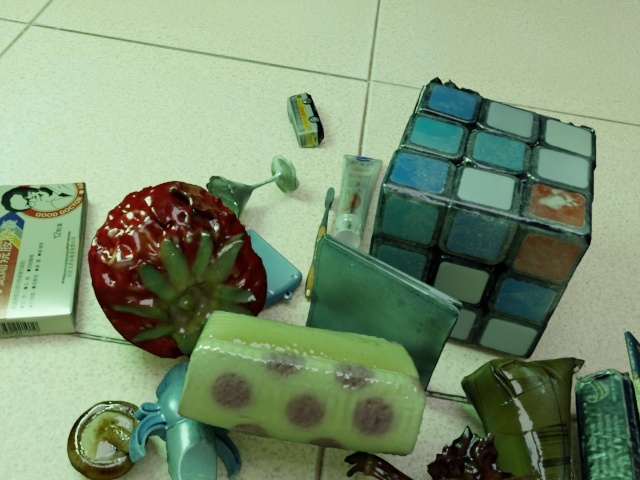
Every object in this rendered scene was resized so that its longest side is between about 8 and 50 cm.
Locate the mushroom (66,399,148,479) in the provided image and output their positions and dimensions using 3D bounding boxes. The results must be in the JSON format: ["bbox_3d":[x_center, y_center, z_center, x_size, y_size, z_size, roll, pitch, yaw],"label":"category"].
[{"bbox_3d":[-0.326,0.303,0.982,0.127,0.087,0.127,8,46,-8],"label":"mushroom"}]

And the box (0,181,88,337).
[{"bbox_3d":[-0.571,0.027,1.227,0.214,0.069,0.353,-3,45,-11],"label":"box"}]

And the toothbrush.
[{"bbox_3d":[0.000,-0.002,1.364,0.023,0.031,0.321,10,46,2],"label":"toothbrush"}]

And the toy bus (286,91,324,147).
[{"bbox_3d":[-0.042,-0.309,1.635,0.072,0.057,0.172,-11,49,-7],"label":"toy bus"}]

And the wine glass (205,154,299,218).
[{"bbox_3d":[-0.144,-0.114,1.398,0.183,0.122,0.122,-25,55,-35],"label":"wine glass"}]

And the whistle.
[{"bbox_3d":[-0.206,0.293,0.990,0.180,0.093,0.269,26,27,-31],"label":"whistle"}]

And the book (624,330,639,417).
[{"bbox_3d":[0.565,0.335,1.036,0.018,0.228,0.322,-23,35,33],"label":"book"}]

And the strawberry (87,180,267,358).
[{"bbox_3d":[-0.275,0.035,1.138,0.317,0.295,0.345,23,5,-38],"label":"strawberry"}]

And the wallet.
[{"bbox_3d":[0.090,0.137,1.070,0.251,0.290,0.054,25,54,16],"label":"wallet"}]

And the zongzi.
[{"bbox_3d":[0.396,0.323,1.082,0.289,0.123,0.260,7,56,-34],"label":"zongzi"}]

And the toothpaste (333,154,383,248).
[{"bbox_3d":[0.080,-0.103,1.455,0.100,0.066,0.323,8,41,6],"label":"toothpaste"}]

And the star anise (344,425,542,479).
[{"bbox_3d":[0.182,0.383,0.935,0.346,0.237,0.148,18,14,37],"label":"star anise"}]

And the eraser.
[{"bbox_3d":[0.472,0.370,0.992,0.101,0.155,0.332,-22,34,32],"label":"eraser"}]

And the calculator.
[{"bbox_3d":[-0.131,0.054,1.284,0.210,0.039,0.121,39,53,25],"label":"calculator"}]

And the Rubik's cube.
[{"bbox_3d":[0.288,-0.037,1.222,0.362,0.363,0.359,16,44,5],"label":"Rubik's cube"}]

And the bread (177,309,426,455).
[{"bbox_3d":[-0.029,0.214,0.953,0.338,0.155,0.187,12,16,-3],"label":"bread"}]
